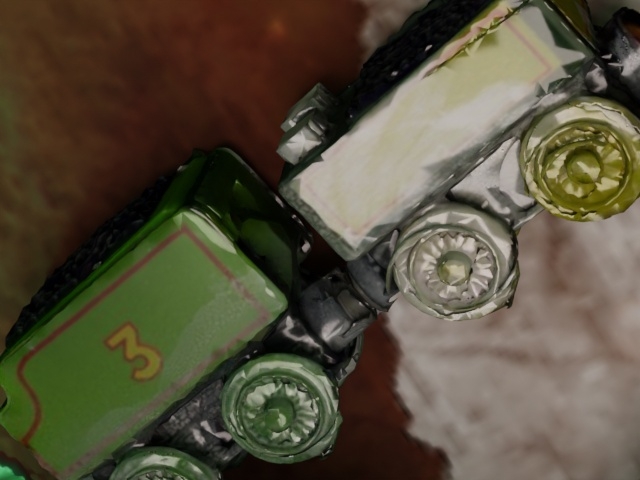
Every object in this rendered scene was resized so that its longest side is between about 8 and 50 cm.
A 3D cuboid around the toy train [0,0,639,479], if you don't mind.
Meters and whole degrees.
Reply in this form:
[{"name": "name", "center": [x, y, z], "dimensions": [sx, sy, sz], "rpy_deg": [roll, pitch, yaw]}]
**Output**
[{"name": "toy train", "center": [0.000, 0.000, 0.510], "dimensions": [0.202, 0.060, 0.081], "rpy_deg": [-40, 102, 18]}]
